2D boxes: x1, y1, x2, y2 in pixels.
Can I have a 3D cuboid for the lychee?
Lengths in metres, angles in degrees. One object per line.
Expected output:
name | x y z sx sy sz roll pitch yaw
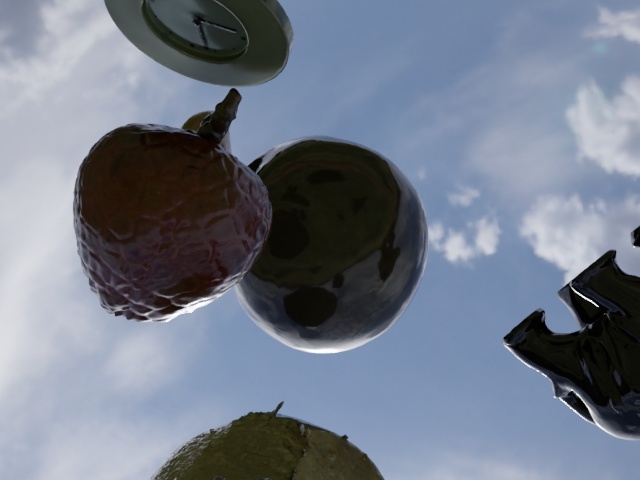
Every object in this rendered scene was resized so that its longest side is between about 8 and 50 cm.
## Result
lychee | -0.176 -0.044 1.317 0.255 0.300 0.255 14 -174 -1

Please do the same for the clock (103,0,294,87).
clock | -0.143 -0.262 1.301 0.235 0.235 0.029 5 -119 29

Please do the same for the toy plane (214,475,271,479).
toy plane | -0.130 0.280 1.051 0.197 0.053 0.078 -29 -165 -21

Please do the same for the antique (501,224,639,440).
antique | 0.436 0.124 1.450 0.255 0.322 0.185 50 -147 13

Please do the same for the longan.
longan | 0.000 0.000 1.679 0.361 0.361 0.361 -13 -143 10

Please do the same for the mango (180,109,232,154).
mango | -0.197 -0.114 1.829 0.109 0.157 0.262 -7 -132 0

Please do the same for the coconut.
coconut | -0.090 0.408 1.416 0.360 0.346 0.346 -37 -158 38
